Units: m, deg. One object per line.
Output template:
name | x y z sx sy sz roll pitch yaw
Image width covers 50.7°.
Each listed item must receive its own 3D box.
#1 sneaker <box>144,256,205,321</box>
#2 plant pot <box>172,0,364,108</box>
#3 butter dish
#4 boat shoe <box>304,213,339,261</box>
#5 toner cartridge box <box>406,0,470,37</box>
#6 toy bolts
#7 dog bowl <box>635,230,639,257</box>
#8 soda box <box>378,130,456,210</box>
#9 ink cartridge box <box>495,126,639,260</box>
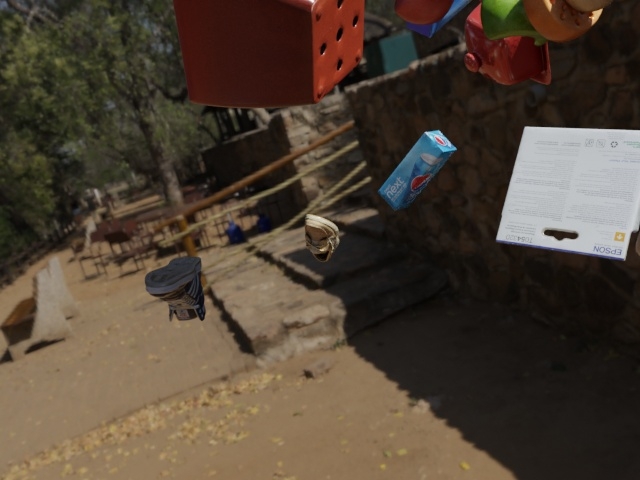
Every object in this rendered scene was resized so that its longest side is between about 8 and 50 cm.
sneaker | -0.335 0.134 1.591 0.099 0.153 0.282 0 9 4
plant pot | -0.067 -0.378 1.153 0.236 0.267 0.267 20 48 22
butter dish | 0.297 -0.328 1.146 0.118 0.160 0.160 -35 45 -9
boat shoe | 0.000 0.000 1.322 0.063 0.059 0.170 17 -15 18
toner cartridge box | 0.349 -0.674 1.689 0.075 0.165 0.348 34 64 23
toy bolts | 0.208 -0.331 0.744 0.229 0.218 0.158 -4 1 -22
dog bowl | 0.723 -0.074 1.256 0.349 0.348 0.102 -24 49 -35
soda box | 0.238 -0.172 1.677 0.067 0.071 0.210 -18 -28 -48
ink cartridge box | 0.637 -0.121 1.696 0.324 0.329 0.071 11 -9 37
